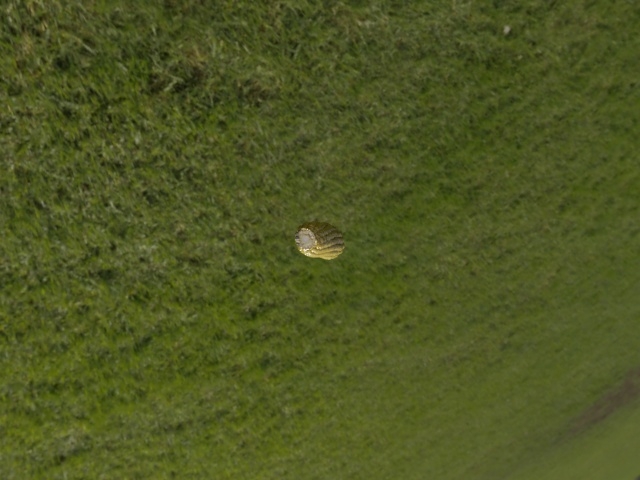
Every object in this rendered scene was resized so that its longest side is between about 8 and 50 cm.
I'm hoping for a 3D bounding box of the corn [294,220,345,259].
[{"bbox_3d":[0.000,0.000,0.579,0.037,0.037,0.092,-43,167,12],"label":"corn"}]
